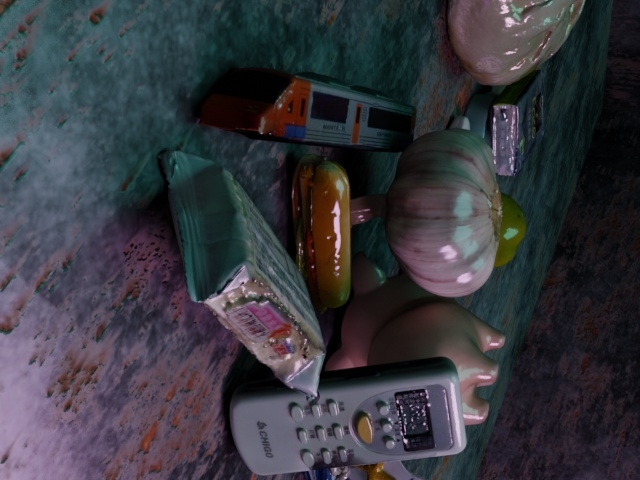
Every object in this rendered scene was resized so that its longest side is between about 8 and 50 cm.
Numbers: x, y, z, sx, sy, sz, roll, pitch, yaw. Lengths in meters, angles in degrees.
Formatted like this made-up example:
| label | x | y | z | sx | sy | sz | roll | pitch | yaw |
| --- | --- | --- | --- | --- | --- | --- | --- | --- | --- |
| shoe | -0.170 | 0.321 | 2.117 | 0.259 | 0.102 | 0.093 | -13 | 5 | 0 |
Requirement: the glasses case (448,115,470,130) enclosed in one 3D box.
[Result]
| label | x | y | z | sx | sy | sz | roll | pitch | yaw |
| --- | --- | --- | --- | --- | --- | --- | --- | --- | --- |
| glasses case | 0.271 | -0.183 | 1.365 | 0.164 | 0.041 | 0.063 | -64 | 150 | -20 |

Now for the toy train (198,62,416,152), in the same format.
| label | x | y | z | sx | sy | sz | roll | pitch | yaw |
| --- | --- | --- | --- | --- | --- | --- | --- | --- | --- |
| toy train | 0.007 | -0.159 | 0.824 | 0.409 | 0.086 | 0.089 | -8 | 109 | -61 |

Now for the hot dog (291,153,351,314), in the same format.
| label | x | y | z | sx | sy | sz | roll | pitch | yaw |
| --- | --- | --- | --- | --- | --- | --- | --- | --- | --- |
| hot dog | 0.000 | 0.000 | 0.882 | 0.062 | 0.092 | 0.236 | -25 | 124 | -35 |

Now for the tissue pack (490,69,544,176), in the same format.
| label | x | y | z | sx | sy | sz | roll | pitch | yaw |
| --- | --- | --- | --- | --- | --- | --- | --- | --- | --- |
| tissue pack | 0.446 | -0.268 | 1.498 | 0.235 | 0.073 | 0.174 | -45 | 135 | -47 |

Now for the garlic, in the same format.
| label | x | y | z | sx | sy | sz | roll | pitch | yaw |
| --- | --- | --- | --- | --- | --- | --- | --- | --- | --- |
| garlic | 0.133 | -0.036 | 0.960 | 0.245 | 0.253 | 0.245 | -1 | 90 | -74 |

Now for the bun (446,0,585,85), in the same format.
| label | x | y | z | sx | sy | sz | roll | pitch | yaw |
| --- | --- | --- | --- | --- | --- | --- | --- | --- | --- |
| bun | 0.392 | -0.475 | 1.265 | 0.365 | 0.219 | 0.366 | -40 | 139 | -46 |

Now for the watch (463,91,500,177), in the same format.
| label | x | y | z | sx | sy | sz | roll | pitch | yaw |
| --- | --- | --- | --- | --- | --- | --- | --- | --- | --- |
| watch | 0.375 | -0.224 | 1.529 | 0.195 | 0.068 | 0.237 | -66 | 148 | -23 |

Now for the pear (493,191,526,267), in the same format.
| label | x | y | z | sx | sy | sz | roll | pitch | yaw |
| --- | --- | --- | --- | --- | --- | --- | --- | --- | --- |
| pear | 0.405 | -0.030 | 1.548 | 0.216 | 0.166 | 0.180 | -16 | 119 | -48 |

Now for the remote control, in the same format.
| label | x | y | z | sx | sy | sz | roll | pitch | yaw |
| --- | --- | --- | --- | --- | --- | --- | --- | --- | --- |
| remote control | 0.032 | 0.226 | 0.848 | 0.056 | 0.296 | 0.140 | -84 | 164 | -67 |

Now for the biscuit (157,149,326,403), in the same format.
| label | x | y | z | sx | sy | sz | roll | pitch | yaw |
| --- | --- | --- | --- | --- | --- | --- | --- | --- | --- |
| biscuit | -0.069 | 0.049 | 0.719 | 0.309 | 0.079 | 0.186 | 60 | 11 | -56 |

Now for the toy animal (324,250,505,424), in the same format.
| label | x | y | z | sx | sy | sz | roll | pitch | yaw |
| --- | --- | --- | --- | --- | --- | --- | --- | --- | --- |
| toy animal | 0.143 | 0.165 | 1.026 | 0.326 | 0.269 | 0.237 | -21 | 126 | -74 |

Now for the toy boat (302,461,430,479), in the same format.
| label | x | y | z | sx | sy | sz | roll | pitch | yaw |
| --- | --- | --- | --- | --- | --- | --- | --- | --- | --- |
| toy boat | 0.105 | 0.369 | 1.039 | 0.067 | 0.290 | 0.221 | -31 | 130 | -57 |

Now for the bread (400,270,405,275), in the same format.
| label | x | y | z | sx | sy | sz | roll | pitch | yaw |
| --- | --- | --- | --- | --- | --- | --- | --- | --- | --- |
| bread | 0.207 | 0.097 | 1.360 | 0.193 | 0.063 | 0.193 | -44 | 141 | -51 |
